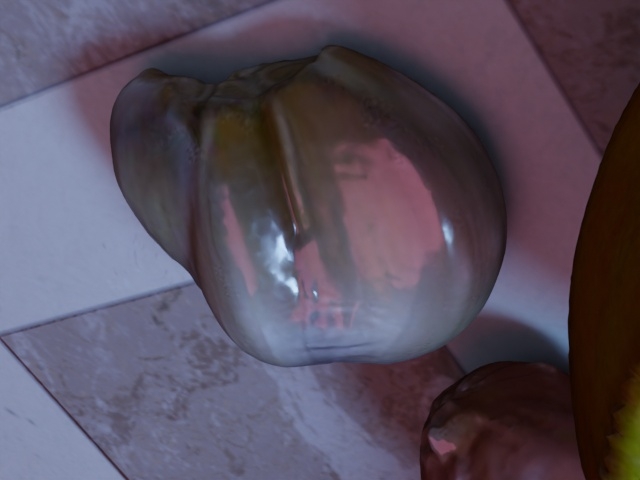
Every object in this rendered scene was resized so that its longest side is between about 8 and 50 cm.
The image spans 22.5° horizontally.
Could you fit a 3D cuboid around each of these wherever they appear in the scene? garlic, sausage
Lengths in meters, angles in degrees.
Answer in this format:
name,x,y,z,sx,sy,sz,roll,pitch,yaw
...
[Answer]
name,x,y,z,sx,sy,sz,roll,pitch,yaw
garlic,0.000,0.000,0.925,0.217,0.110,0.228,-9,128,26
sausage,0.157,0.175,1.003,0.148,0.148,0.254,-27,119,40

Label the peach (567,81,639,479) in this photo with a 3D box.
name,x,y,z,sx,sy,sz,roll,pitch,yaw
peach,0.283,0.045,0.701,0.335,0.310,0.406,-11,120,27
